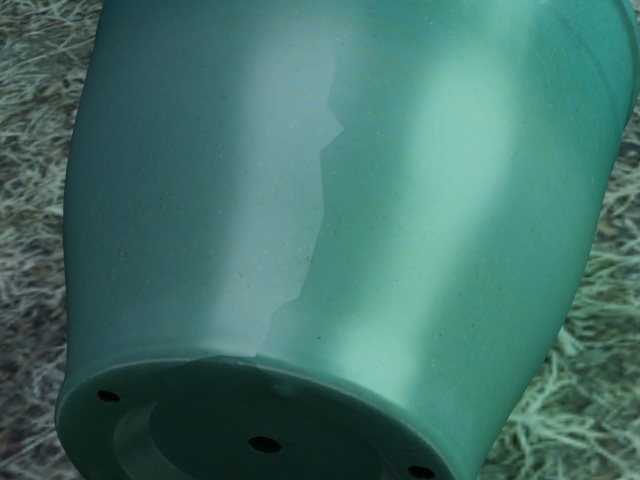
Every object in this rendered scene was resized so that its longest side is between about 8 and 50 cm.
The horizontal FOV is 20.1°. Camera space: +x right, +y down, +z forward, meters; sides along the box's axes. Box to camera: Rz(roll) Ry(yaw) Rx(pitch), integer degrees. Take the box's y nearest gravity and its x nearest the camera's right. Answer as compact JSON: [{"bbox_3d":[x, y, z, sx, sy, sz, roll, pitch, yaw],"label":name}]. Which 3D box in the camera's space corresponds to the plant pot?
[{"bbox_3d":[0.000,0.000,0.830,0.271,0.272,0.255,1,53,17],"label":"plant pot"}]
